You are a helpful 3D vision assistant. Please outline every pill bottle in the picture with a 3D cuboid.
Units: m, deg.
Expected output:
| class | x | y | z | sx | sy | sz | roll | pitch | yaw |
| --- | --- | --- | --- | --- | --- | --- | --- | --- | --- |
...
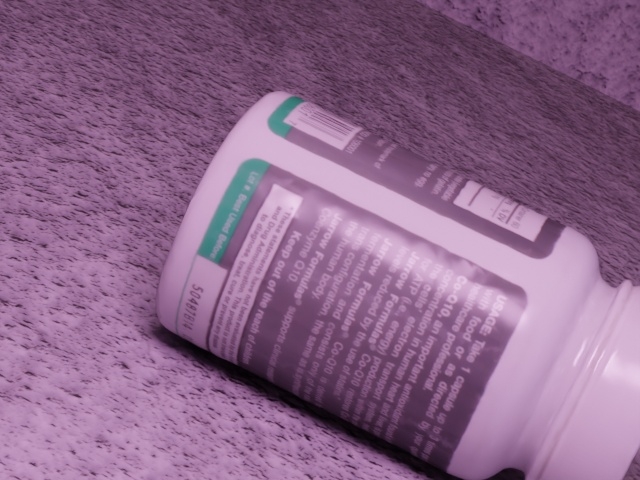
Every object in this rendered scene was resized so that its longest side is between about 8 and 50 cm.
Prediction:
| class | x | y | z | sx | sy | sz | roll | pitch | yaw |
| --- | --- | --- | --- | --- | --- | --- | --- | --- | --- |
| pill bottle | 0.079 | 0.052 | 1.404 | 0.361 | 0.204 | 0.204 | 27 | 20 | 8 |
